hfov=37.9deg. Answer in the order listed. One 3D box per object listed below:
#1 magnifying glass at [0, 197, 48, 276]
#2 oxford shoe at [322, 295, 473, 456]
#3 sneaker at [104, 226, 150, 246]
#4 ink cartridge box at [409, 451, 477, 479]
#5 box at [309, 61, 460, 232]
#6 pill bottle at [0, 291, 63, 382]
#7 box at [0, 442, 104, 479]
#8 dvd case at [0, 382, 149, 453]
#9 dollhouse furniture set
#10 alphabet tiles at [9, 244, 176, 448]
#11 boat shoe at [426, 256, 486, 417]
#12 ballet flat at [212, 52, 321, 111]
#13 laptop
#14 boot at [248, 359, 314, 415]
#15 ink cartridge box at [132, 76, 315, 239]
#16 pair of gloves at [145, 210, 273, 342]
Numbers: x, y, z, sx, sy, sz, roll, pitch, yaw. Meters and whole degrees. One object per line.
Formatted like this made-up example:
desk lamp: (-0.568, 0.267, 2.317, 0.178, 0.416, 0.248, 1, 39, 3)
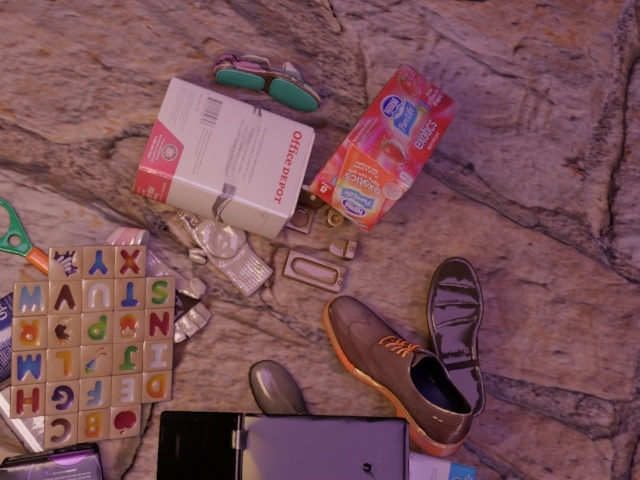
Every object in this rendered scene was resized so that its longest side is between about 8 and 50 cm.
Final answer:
magnifying glass: (-0.539, 0.007, 1.663, 0.231, 0.026, 0.092, 38, 73, -2)
oxford shoe: (0.145, 0.213, 1.682, 0.130, 0.132, 0.363, -27, 61, -36)
sneaker: (-0.357, 0.038, 1.664, 0.070, 0.051, 0.134, 14, 82, 13)
ink cartridge box: (0.128, 0.459, 1.658, 0.233, 0.168, 0.171, 17, 75, -10)
box: (0.123, -0.176, 1.728, 0.142, 0.154, 0.300, 38, 46, -3)
pill bottle: (-0.550, 0.175, 1.574, 0.219, 0.123, 0.122, -33, 88, -18)
box: (-0.429, 0.484, 1.524, 0.165, 0.143, 0.270, -6, 86, -14)
dvd case: (-0.439, 0.277, 1.636, 0.221, 0.018, 0.164, -37, 91, -18)
dollhouse furniture set: (0.000, 0.000, 1.739, 0.144, 0.123, 0.151, 19, 76, -9)
alphabet tiles: (-0.383, 0.178, 1.589, 0.285, 0.011, 0.342, -1, 97, -34)
boat shoe: (0.249, 0.188, 1.778, 0.111, 0.104, 0.307, 2, 80, -4)
ballet flat: (-0.099, -0.319, 1.810, 0.222, 0.077, 0.079, 15, 57, -10)
laptop: (-0.079, 0.481, 1.545, 0.236, 0.408, 0.381, 11, 76, -37)
boot: (-0.037, 0.314, 1.647, 0.083, 0.161, 0.246, -25, 83, -19)
ink cartridge box: (-0.175, -0.146, 1.710, 0.283, 0.117, 0.207, 19, 63, -9)
pair of gloves: (-0.230, 0.049, 1.718, 0.240, 0.042, 0.204, -36, 89, -18)
